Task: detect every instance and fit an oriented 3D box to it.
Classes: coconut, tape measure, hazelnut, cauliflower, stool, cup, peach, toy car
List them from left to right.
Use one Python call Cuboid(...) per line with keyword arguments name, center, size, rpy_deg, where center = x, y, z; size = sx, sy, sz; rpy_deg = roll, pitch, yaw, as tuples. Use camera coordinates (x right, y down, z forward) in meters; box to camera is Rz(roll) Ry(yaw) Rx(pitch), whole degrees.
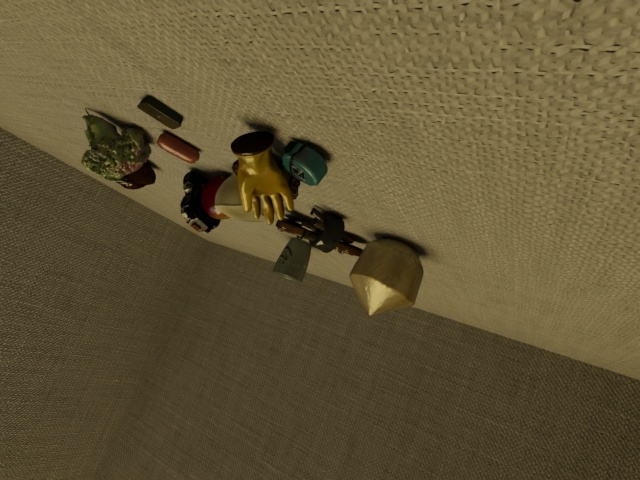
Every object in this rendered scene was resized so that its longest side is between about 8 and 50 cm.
Cuboid(name="cauliflower", center=(-0.804, -0.369, 1.605), size=(0.239, 0.256, 0.315), rpy_deg=(9, 133, 61))
Cuboid(name="hazelnut", center=(-0.902, -0.320, 2.036), size=(0.170, 0.160, 0.202), rpy_deg=(45, -175, 28))
Cuboid(name="toy car", center=(-0.533, -0.166, 1.828), size=(0.118, 0.301, 0.193), rpy_deg=(-22, 139, 17))
Cuboid(name="peach", center=(-0.396, -0.181, 1.743), size=(0.198, 0.197, 0.197), rpy_deg=(21, 169, 4))
Cuboid(name="cup", center=(-0.180, 0.113, 2.533), size=(0.186, 0.233, 0.258), rpy_deg=(30, 165, -35))
Cuboid(name="tape measure", center=(-0.042, -0.212, 1.167), size=(0.125, 0.081, 0.146), rpy_deg=(38, 168, 9))
Cuboid(name="stool", center=(-0.006, -0.041, 1.705), size=(0.139, 0.153, 0.228), rpy_deg=(27, 168, -24))
Cuboid(name="coconut", center=(0.265, 0.159, 1.714), size=(0.329, 0.328, 0.329), rpy_deg=(21, 169, 4))

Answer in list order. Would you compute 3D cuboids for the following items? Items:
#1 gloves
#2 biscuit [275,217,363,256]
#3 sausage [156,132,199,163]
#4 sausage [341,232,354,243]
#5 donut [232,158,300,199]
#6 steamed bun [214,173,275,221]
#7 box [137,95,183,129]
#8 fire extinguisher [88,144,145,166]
Cuboid(name="gloves", center=(-0.163, -0.162, 1.227), size=(0.133, 0.116, 0.294), rpy_deg=(2, 135, 13))
Cuboid(name="biscuit", center=(0.000, 0.001, 1.929), size=(0.433, 0.064, 0.283), rpy_deg=(22, -174, 3))
Cuboid(name="sausage", center=(-0.516, -0.334, 1.524), size=(0.154, 0.062, 0.062), rpy_deg=(28, 167, -29))
Cuboid(name="sausage", center=(0.065, -0.032, 1.908), size=(0.187, 0.043, 0.043), rpy_deg=(23, 169, -2))
Cuboid(name="donut", center=(-0.168, -0.213, 1.361), size=(0.231, 0.095, 0.216), rpy_deg=(23, 170, -3))
Cuboid(name="steamed bun", center=(-0.272, -0.170, 1.572), size=(0.242, 0.164, 0.146), rpy_deg=(5, 159, 41))
Cuboid(name="box", center=(-0.491, -0.393, 1.287), size=(0.126, 0.031, 0.091), rpy_deg=(31, 166, -35))
Cuboid(name="fire extinguisher", center=(-0.909, -0.396, 1.877), size=(0.231, 0.099, 0.071), rpy_deg=(23, 147, -9))
